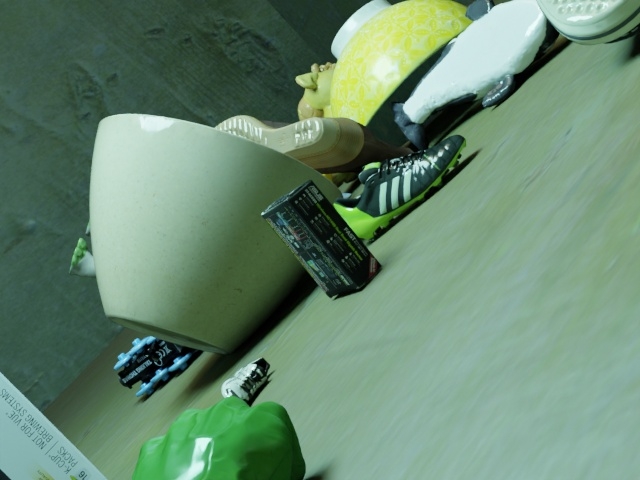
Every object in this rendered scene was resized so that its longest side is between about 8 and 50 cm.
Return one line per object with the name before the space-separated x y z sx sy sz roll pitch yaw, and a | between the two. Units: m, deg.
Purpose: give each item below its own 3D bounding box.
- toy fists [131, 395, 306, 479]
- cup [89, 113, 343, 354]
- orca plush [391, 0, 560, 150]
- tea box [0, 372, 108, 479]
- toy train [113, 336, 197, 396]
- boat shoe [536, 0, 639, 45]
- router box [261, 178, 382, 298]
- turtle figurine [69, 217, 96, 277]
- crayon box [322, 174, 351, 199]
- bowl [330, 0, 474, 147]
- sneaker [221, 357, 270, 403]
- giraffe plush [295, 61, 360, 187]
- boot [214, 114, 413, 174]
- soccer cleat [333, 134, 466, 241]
toy fists | -0.126 0.211 0.798 0.279 0.096 0.142 -40 18 17
cup | -0.159 0.011 1.490 0.331 0.331 0.237 158 129 -71
orca plush | 0.229 -0.218 1.555 0.287 0.102 0.151 -51 47 33
tea box | -0.479 0.289 1.333 0.323 0.329 0.220 -46 8 -24
toy train | -0.241 0.168 1.778 0.184 0.080 0.105 -38 3 40
boat shoe | 0.338 -0.337 1.264 0.186 0.156 0.500 -34 22 29
router box | 0.000 0.000 1.225 0.038 0.122 0.092 -41 6 -22
turtle figurine | -0.270 0.022 1.950 0.274 0.266 0.198 155 135 -81
crayon box | -0.112 -0.032 1.809 0.203 0.083 0.323 5 34 28
bowl | 0.109 -0.271 1.757 0.289 0.156 0.289 -40 -14 -12
sneaker | -0.073 0.141 1.164 0.037 0.032 0.083 -41 8 19
giraffe plush | 0.030 -0.212 1.946 0.210 0.170 0.181 -44 -11 5
boot | -0.019 -0.115 1.623 0.248 0.090 0.206 -4 -12 39
soccer cleat | 0.091 -0.072 1.348 0.179 0.072 0.060 -40 7 23
